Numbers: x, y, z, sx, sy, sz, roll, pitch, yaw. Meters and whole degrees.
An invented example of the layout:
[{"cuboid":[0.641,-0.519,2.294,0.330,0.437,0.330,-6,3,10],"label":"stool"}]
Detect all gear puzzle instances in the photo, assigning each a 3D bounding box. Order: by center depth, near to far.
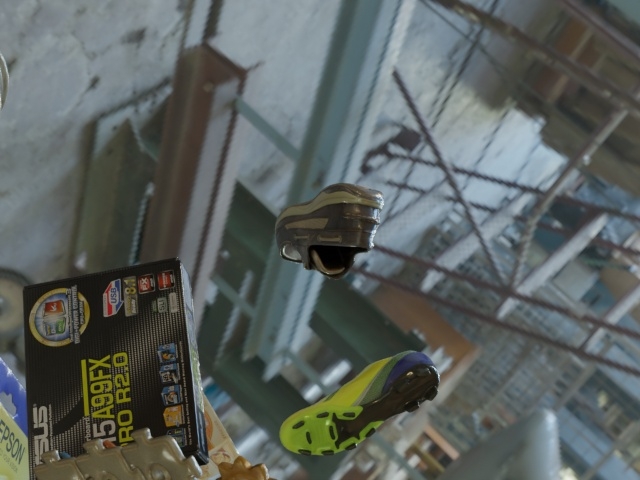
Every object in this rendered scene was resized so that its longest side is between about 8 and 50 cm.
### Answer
[{"cuboid":[-0.164,0.273,1.170,0.338,0.176,0.044,-19,-167,38],"label":"gear puzzle"}]

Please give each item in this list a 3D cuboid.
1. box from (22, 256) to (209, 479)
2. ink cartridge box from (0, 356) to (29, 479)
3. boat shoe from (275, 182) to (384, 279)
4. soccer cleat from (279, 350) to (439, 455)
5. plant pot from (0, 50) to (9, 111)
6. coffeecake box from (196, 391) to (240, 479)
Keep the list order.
[{"cuboid":[-0.265,0.170,1.398,0.216,0.270,0.060,-10,154,2],"label":"box"},{"cuboid":[-0.459,0.341,1.544,0.304,0.072,0.307,84,20,-60],"label":"ink cartridge box"},{"cuboid":[0.000,0.000,2.003,0.355,0.132,0.130,144,-46,-65],"label":"boat shoe"},{"cuboid":[0.062,0.272,1.831,0.289,0.093,0.121,-24,-158,-8],"label":"soccer cleat"},{"cuboid":[-0.604,-0.120,1.576,0.333,0.306,0.334,-14,145,-10],"label":"plant pot"},{"cuboid":[-0.254,0.370,1.916,0.185,0.142,0.068,-30,131,-10],"label":"coffeecake box"}]
